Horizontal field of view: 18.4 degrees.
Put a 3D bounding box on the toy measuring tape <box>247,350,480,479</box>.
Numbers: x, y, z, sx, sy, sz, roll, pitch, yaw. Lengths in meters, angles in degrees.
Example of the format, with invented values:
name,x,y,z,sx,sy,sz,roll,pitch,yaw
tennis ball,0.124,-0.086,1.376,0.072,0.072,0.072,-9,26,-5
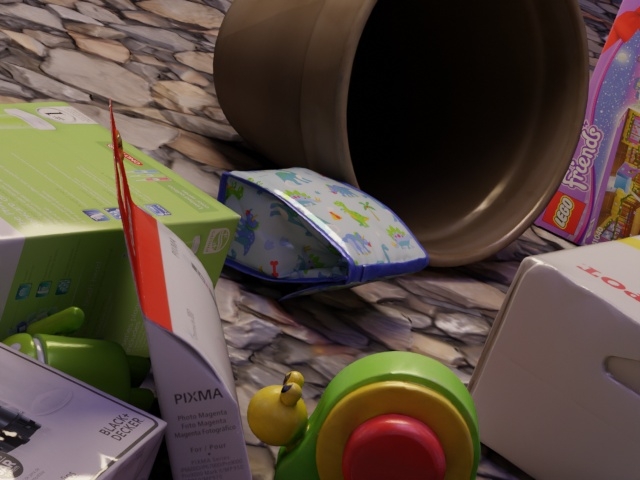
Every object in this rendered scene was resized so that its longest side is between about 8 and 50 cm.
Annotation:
name,x,y,z,sx,sy,sz,roll,pitch,yaw
toy measuring tape,0.111,0.155,1.348,0.330,0.121,0.121,20,19,-3

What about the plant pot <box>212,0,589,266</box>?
name,x,y,z,sx,sy,sz,roll,pitch,yaw
plant pot,0.050,-0.160,1.911,0.323,0.323,0.280,3,10,-42

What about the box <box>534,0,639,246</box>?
name,x,y,z,sx,sy,sz,roll,pitch,yaw
box,0.366,-0.109,2.045,0.201,0.293,0.057,27,22,16

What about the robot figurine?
name,x,y,z,sx,sy,sz,roll,pitch,yaw
robot figurine,-0.168,0.096,1.286,0.115,0.067,0.101,7,55,-24

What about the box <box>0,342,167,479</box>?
name,x,y,z,sx,sy,sz,roll,pitch,yaw
box,-0.256,0.106,1.143,0.290,0.087,0.169,25,20,10

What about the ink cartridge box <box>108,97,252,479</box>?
name,x,y,z,sx,sy,sz,roll,pitch,yaw
ink cartridge box,-0.090,0.042,1.281,0.066,0.232,0.189,-7,24,-6

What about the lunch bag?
name,x,y,z,sx,sy,sz,roll,pitch,yaw
lunch bag,0.000,0.000,1.680,0.151,0.096,0.129,21,16,31

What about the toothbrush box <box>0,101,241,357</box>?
name,x,y,z,sx,sy,sz,roll,pitch,yaw
toothbrush box,-0.232,-0.004,1.412,0.206,0.122,0.283,32,21,31

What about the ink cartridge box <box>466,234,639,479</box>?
name,x,y,z,sx,sy,sz,roll,pitch,yaw
ink cartridge box,0.330,0.124,1.582,0.279,0.160,0.384,32,22,29
